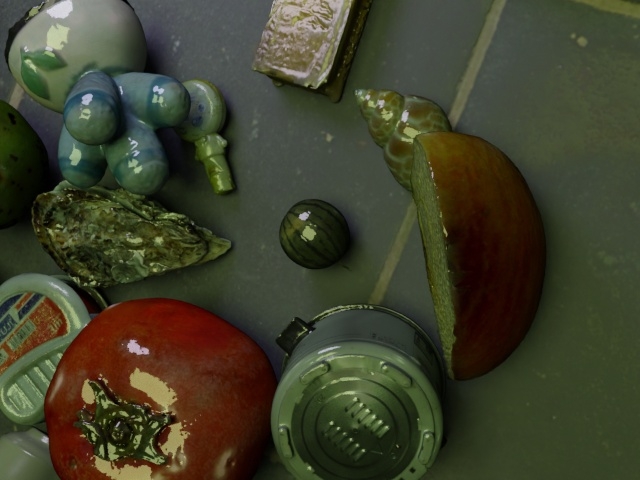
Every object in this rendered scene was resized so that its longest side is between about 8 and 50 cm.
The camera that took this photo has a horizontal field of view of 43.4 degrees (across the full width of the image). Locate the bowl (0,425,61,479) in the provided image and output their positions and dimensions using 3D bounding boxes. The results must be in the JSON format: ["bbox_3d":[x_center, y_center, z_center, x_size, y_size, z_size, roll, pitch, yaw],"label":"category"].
[{"bbox_3d":[-0.461,0.383,1.332,0.211,0.211,0.112,24,71,21],"label":"bowl"}]

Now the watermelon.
[{"bbox_3d":[0.000,0.000,1.213,0.133,0.105,0.105,45,103,2],"label":"watermelon"}]

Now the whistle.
[{"bbox_3d":[-0.184,-0.170,1.326,0.104,0.057,0.198,-25,85,30],"label":"whistle"}]

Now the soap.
[{"bbox_3d":[-0.005,-0.346,1.249,0.135,0.076,0.233,21,96,23],"label":"soap"}]

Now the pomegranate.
[{"bbox_3d":[-0.610,-0.140,1.400,0.270,0.254,0.254,37,102,49],"label":"pomegranate"}]

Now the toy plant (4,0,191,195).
[{"bbox_3d":[-0.332,-0.207,1.279,0.247,0.247,0.332,-37,70,16],"label":"toy plant"}]

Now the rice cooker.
[{"bbox_3d":[0.054,0.219,1.111,0.280,0.227,0.241,38,103,-3],"label":"rice cooker"}]

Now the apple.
[{"bbox_3d":[0.202,0.024,1.061,0.179,0.254,0.346,-4,96,48],"label":"apple"}]

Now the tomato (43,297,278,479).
[{"bbox_3d":[-0.229,0.244,1.185,0.325,0.290,0.293,18,94,15],"label":"tomato"}]

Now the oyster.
[{"bbox_3d":[-0.320,-0.008,1.332,0.351,0.158,0.162,7,132,15],"label":"oyster"}]

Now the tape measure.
[{"bbox_3d":[-0.460,0.173,1.375,0.243,0.125,0.246,-45,75,7],"label":"tape measure"}]

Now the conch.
[{"bbox_3d":[0.134,-0.147,1.169,0.116,0.106,0.172,-6,99,40],"label":"conch"}]
